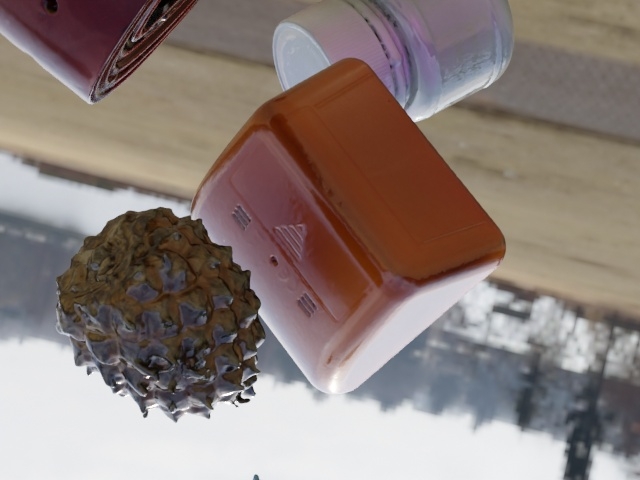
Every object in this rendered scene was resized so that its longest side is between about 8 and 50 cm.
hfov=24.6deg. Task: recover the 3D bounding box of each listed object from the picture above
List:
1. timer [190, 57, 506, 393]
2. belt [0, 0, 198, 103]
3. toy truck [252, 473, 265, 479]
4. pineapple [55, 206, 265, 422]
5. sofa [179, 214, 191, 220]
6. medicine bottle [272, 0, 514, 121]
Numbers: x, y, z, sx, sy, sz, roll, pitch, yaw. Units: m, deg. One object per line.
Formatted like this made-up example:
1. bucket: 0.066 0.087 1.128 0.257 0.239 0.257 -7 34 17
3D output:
1. timer: 0.000 0.000 1.439 0.161 0.257 0.250 -26 164 -46
2. belt: -0.104 -0.252 1.055 0.115 0.324 0.227 38 164 -4
3. toy truck: -0.048 0.184 0.799 0.063 0.136 0.074 12 -174 -19
4. pineapple: -0.114 0.071 1.186 0.193 0.166 0.166 44 160 -32
5. sofa: -0.103 0.003 1.614 0.118 0.039 0.060 20 -154 40
6. medicine bottle: 0.105 -0.289 2.163 0.302 0.241 0.241 -28 -164 -23
